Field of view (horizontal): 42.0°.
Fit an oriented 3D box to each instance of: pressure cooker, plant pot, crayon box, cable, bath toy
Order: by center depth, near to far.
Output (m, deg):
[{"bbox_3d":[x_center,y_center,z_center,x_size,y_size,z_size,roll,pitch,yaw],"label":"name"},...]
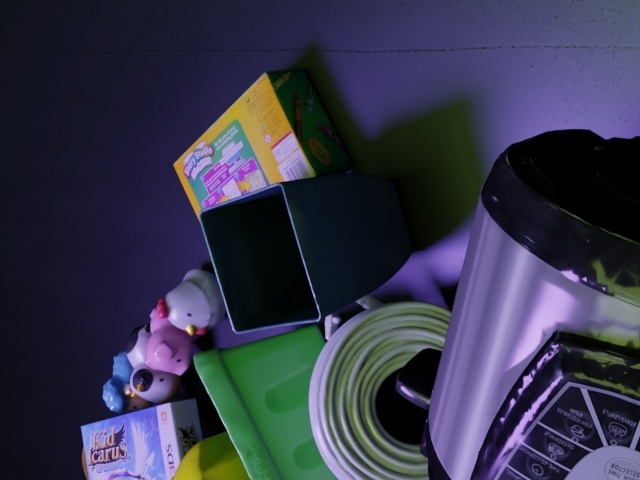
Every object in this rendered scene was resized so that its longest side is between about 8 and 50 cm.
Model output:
[{"bbox_3d":[0.293,0.144,0.761,0.370,0.376,0.420,-121,36,-58],"label":"pressure cooker"},{"bbox_3d":[0.114,0.200,1.035,0.089,0.257,0.257,116,167,-75],"label":"cable"},{"bbox_3d":[0.000,0.000,1.083,0.165,0.234,0.165,-15,93,45],"label":"plant pot"},{"bbox_3d":[-0.095,-0.112,1.249,0.278,0.081,0.165,-34,78,44],"label":"crayon box"},{"bbox_3d":[-0.280,0.187,1.488,0.151,0.129,0.348,56,132,16],"label":"bath toy"}]

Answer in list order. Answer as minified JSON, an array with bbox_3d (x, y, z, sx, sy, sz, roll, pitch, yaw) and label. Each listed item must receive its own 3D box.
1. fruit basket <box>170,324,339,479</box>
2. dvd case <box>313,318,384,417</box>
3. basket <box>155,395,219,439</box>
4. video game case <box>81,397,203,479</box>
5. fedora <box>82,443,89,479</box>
[{"bbox_3d":[-0.086,0.330,1.174,0.392,0.283,0.392,-1,83,6],"label":"fruit basket"},{"bbox_3d":[-0.010,0.225,1.315,0.221,0.018,0.164,-31,81,45],"label":"dvd case"},{"bbox_3d":[-0.231,0.407,1.498,0.227,0.154,0.204,52,127,24],"label":"basket"},{"bbox_3d":[-0.296,0.413,1.421,0.270,0.061,0.244,-22,74,39],"label":"video game case"},{"bbox_3d":[-0.418,0.489,1.749,0.194,0.079,0.194,17,118,35],"label":"fedora"}]
